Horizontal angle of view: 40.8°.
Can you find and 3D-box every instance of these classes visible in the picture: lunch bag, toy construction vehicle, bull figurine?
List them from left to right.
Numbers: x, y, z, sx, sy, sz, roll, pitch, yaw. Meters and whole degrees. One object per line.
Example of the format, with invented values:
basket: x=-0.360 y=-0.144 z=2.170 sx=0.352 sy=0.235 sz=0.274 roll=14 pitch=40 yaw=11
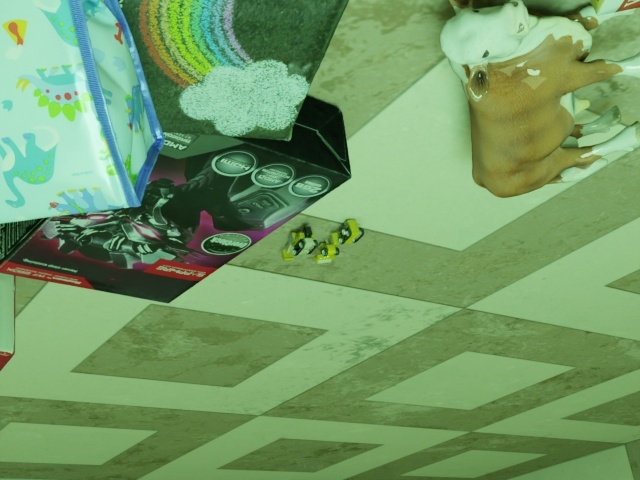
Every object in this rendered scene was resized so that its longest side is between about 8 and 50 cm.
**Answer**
lunch bag: x=-0.166 y=-0.091 z=0.449 sx=0.129 sy=0.096 sz=0.151 roll=-9 pitch=125 yaw=7
toy construction vehicle: x=0.000 y=0.000 z=1.145 sx=0.086 sy=0.035 sz=0.098 roll=-7 pitch=159 yaw=-26
bull figurine: x=0.211 y=-0.145 z=0.819 sx=0.189 sy=0.101 sz=0.310 roll=-12 pitch=153 yaw=5

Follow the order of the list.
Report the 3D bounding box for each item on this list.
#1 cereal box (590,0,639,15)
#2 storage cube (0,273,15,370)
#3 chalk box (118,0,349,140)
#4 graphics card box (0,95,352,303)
cereal box: x=0.335 y=-0.253 z=0.639 sx=0.240 sy=0.047 sz=0.173 roll=-14 pitch=161 yaw=-7
storage cube: x=-0.474 y=0.080 z=0.993 sx=0.184 sy=0.214 sz=0.193 roll=14 pitch=140 yaw=-35
chalk box: x=-0.145 y=-0.191 z=0.558 sx=0.289 sy=0.179 sz=0.180 roll=2 pitch=153 yaw=-16
graphics card box: x=-0.172 y=-0.050 z=0.930 sx=0.233 sy=0.094 sz=0.371 roll=16 pitch=145 yaw=-38
